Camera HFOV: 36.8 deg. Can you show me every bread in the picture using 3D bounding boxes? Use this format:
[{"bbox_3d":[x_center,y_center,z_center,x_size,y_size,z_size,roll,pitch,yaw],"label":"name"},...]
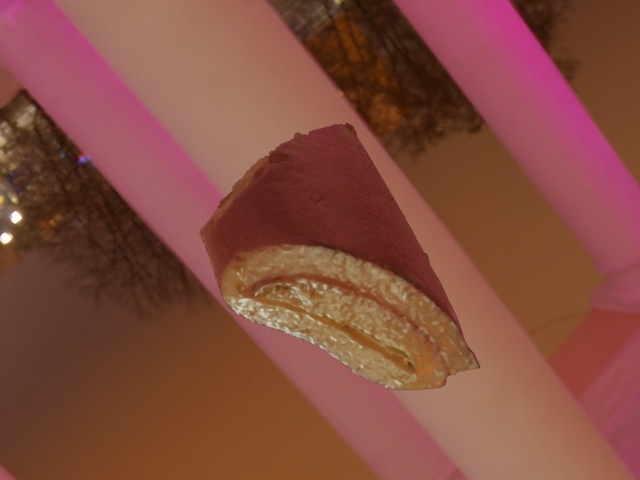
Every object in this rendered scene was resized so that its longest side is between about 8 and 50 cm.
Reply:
[{"bbox_3d":[0.001,-0.001,0.523,0.067,0.119,0.192,-64,-142,34],"label":"bread"}]
